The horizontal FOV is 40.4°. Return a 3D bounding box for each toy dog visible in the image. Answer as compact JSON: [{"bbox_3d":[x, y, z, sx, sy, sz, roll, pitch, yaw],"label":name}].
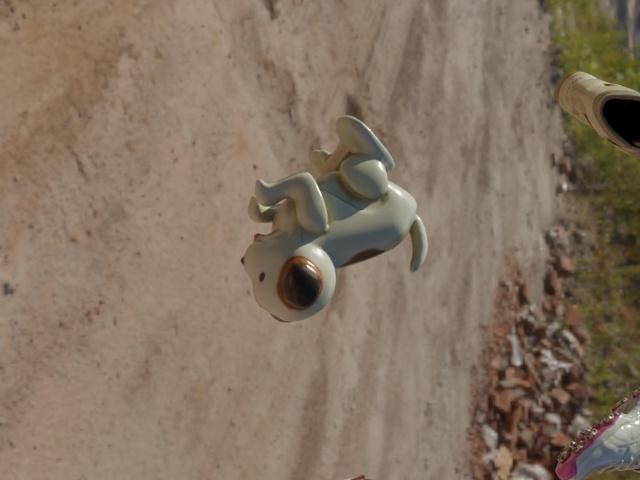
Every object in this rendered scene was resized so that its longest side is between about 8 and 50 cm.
[{"bbox_3d":[0.000,0.000,1.936,0.395,0.284,0.408,47,66,-9],"label":"toy dog"}]

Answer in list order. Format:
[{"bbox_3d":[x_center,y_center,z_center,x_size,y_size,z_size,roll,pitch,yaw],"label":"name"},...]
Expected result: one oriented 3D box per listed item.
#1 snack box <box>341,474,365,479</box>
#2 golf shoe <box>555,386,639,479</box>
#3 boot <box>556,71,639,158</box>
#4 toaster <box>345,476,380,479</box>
[{"bbox_3d":[0.075,0.561,1.727,0.064,0.022,0.178,-9,85,-29],"label":"snack box"},{"bbox_3d":[0.564,0.377,1.599,0.306,0.115,0.140,-27,74,-28],"label":"golf shoe"},{"bbox_3d":[0.521,-0.179,1.390,0.095,0.261,0.203,-59,-168,14],"label":"boot"},{"bbox_3d":[0.108,0.621,1.927,0.168,0.185,0.110,-64,151,-55],"label":"toaster"}]
